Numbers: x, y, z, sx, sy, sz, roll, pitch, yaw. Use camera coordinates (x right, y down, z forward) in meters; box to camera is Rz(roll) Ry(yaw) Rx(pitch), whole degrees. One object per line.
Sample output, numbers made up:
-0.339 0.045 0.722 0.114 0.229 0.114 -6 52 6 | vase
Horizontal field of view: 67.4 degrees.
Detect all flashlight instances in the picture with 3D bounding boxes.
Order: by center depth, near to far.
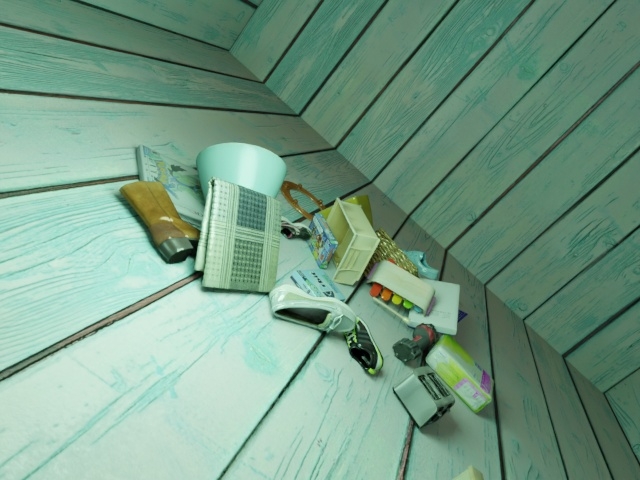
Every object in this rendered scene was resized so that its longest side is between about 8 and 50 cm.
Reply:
0.380 0.407 1.934 0.304 0.103 0.103 -5 67 -56 | flashlight

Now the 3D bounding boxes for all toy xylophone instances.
0.345 0.225 2.104 0.323 0.081 0.236 38 65 7 | toy xylophone

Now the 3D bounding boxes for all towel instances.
-0.239 0.000 1.461 0.312 0.056 0.324 15 76 -54 | towel

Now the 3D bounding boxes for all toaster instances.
0.346 0.520 1.621 0.168 0.110 0.185 13 35 -53 | toaster

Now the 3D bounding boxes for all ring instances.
-0.063 -0.193 2.421 0.337 0.032 0.336 36 21 -16 | ring

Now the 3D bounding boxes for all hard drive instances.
0.527 0.297 2.215 0.210 0.040 0.318 9 35 13 | hard drive

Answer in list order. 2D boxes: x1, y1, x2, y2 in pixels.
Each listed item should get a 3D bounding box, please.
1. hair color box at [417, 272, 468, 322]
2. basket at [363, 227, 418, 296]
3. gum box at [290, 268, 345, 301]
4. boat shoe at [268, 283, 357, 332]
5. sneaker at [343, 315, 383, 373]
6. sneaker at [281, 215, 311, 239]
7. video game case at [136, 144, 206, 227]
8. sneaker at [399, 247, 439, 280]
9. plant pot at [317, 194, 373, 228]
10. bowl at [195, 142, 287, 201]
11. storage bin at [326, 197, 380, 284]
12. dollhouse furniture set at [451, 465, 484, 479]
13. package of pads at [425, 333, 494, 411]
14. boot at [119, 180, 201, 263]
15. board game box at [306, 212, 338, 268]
0.599 0.304 2.493 0.339 0.110 0.185 27 26 -38 | hair color box
0.293 0.132 2.317 0.299 0.223 0.213 50 -10 22 | basket
-0.007 0.176 1.778 0.157 0.041 0.184 51 24 22 | gum box
-0.019 0.238 1.545 0.321 0.118 0.103 26 31 -26 | boat shoe
0.130 0.343 1.627 0.097 0.084 0.234 8 39 -54 | sneaker
-0.117 -0.033 1.985 0.178 0.072 0.077 20 41 -29 | sneaker
-0.478 -0.175 1.655 0.300 0.036 0.329 24 27 -39 | video game case
0.503 0.098 2.651 0.366 0.150 0.135 43 18 21 | sneaker
0.142 -0.094 2.342 0.212 0.212 0.187 -18 86 -66 | plant pot
-0.272 -0.180 1.626 0.312 0.312 0.163 22 60 -41 | bowl
0.106 0.007 2.019 0.123 0.260 0.262 10 33 -25 | storage bin
0.465 0.777 1.234 0.356 0.174 0.303 39 21 -7 | dollhouse furniture set
0.582 0.544 2.001 0.296 0.101 0.229 46 20 12 | package of pads
-0.431 -0.062 1.451 0.280 0.096 0.264 51 35 18 | boot
0.000 0.000 2.001 0.035 0.136 0.201 4 39 -29 | board game box
